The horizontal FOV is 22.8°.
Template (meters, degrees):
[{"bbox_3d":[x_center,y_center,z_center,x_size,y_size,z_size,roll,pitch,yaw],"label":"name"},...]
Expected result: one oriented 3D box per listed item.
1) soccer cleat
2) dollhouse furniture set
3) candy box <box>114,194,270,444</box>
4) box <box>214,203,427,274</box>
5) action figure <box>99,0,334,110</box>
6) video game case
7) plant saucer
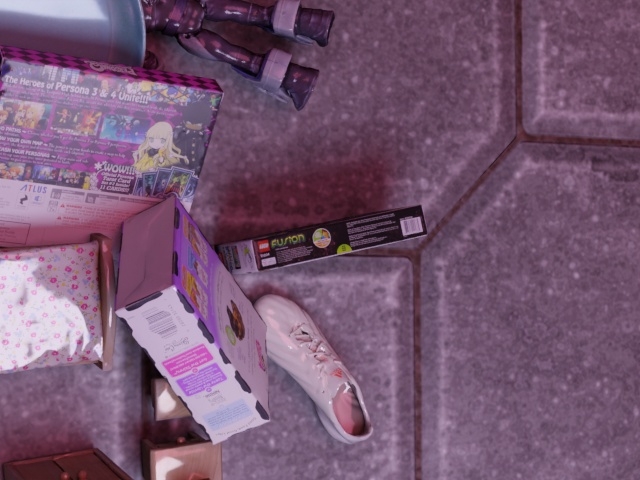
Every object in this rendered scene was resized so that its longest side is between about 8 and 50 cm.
[{"bbox_3d":[-0.003,0.140,1.753,0.068,0.076,0.196,-38,102,-21],"label":"soccer cleat"},{"bbox_3d":[-0.230,0.106,1.562,0.303,0.174,0.355,-5,102,-25],"label":"dollhouse furniture set"},{"bbox_3d":[-0.127,0.081,1.621,0.070,0.165,0.196,-25,121,12],"label":"candy box"},{"bbox_3d":[0.000,0.000,1.742,0.207,0.114,0.036,-12,92,-25],"label":"box"},{"bbox_3d":[-0.135,-0.233,1.705,0.285,0.099,0.185,19,86,-8],"label":"action figure"},{"bbox_3d":[-0.235,-0.082,1.625,0.232,0.042,0.210,6,117,-24],"label":"video game case"},{"bbox_3d":[-0.332,-0.192,1.572,0.318,0.043,0.317,-10,123,-17],"label":"plant saucer"}]
